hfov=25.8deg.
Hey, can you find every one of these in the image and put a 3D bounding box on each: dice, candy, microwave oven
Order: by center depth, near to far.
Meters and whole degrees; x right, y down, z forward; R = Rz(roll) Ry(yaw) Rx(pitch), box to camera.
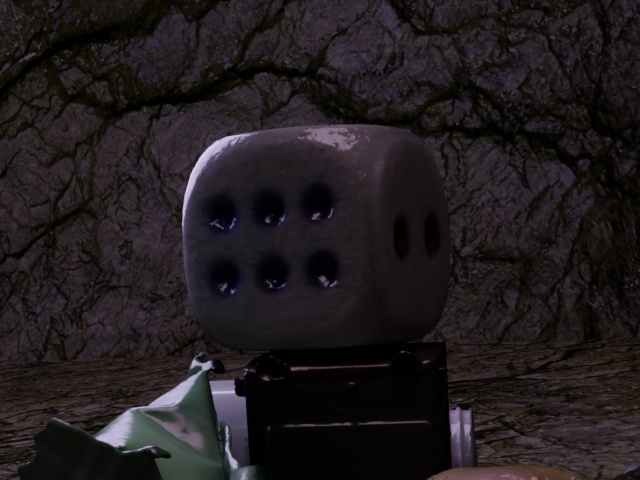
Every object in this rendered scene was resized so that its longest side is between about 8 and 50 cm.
[{"bbox_3d":[-0.161,0.230,1.113,0.172,0.263,0.398,29,6,0],"label":"candy"},{"bbox_3d":[0.024,0.214,1.226,0.188,0.247,0.178,-2,1,5],"label":"microwave oven"},{"bbox_3d":[0.000,0.000,1.250,0.193,0.194,0.192,-2,-3,25],"label":"dice"}]

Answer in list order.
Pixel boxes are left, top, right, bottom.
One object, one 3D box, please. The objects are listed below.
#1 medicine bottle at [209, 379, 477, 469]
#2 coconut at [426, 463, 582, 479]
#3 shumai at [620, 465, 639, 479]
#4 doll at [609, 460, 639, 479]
[{"bbox_3d":[-0.002,0.231,1.427,0.324,0.179,0.124,-4,4,9],"label":"medicine bottle"},{"bbox_3d":[0.145,0.251,1.032,0.194,0.194,0.194,-4,4,0],"label":"coconut"},{"bbox_3d":[0.304,0.276,1.129,0.184,0.184,0.142,-3,31,3],"label":"shumai"},{"bbox_3d":[0.322,0.265,1.313,0.145,0.096,0.188,-10,11,21],"label":"doll"}]
